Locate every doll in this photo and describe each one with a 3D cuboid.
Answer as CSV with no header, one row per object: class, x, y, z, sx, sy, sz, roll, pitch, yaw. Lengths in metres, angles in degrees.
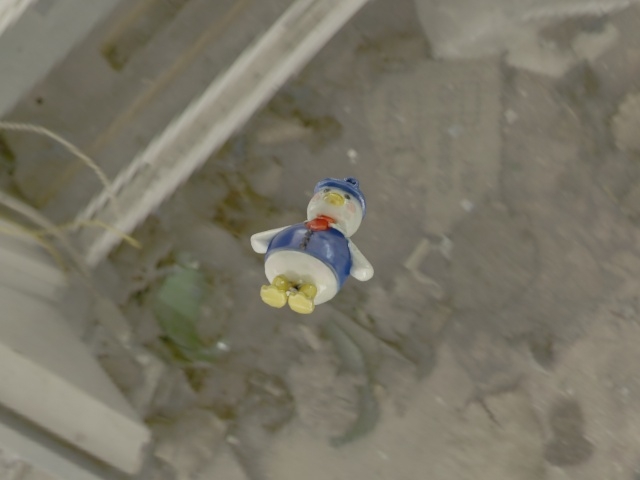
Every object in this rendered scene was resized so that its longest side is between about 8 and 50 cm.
doll,0.000,0.000,1.319,0.099,0.057,0.143,16,47,16
